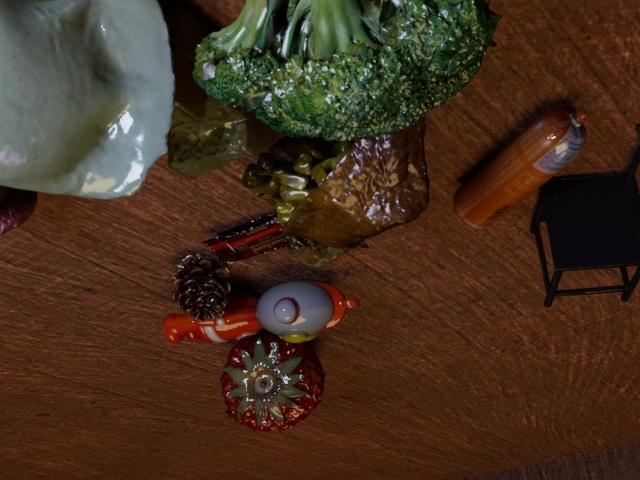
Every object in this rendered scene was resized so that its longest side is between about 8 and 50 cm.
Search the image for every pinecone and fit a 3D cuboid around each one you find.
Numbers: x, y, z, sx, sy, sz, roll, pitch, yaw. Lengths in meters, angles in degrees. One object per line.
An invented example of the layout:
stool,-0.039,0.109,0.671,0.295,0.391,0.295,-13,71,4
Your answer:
pinecone,-0.186,0.080,1.315,0.102,0.109,0.102,-21,148,-14

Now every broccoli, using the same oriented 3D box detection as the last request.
broccoli,0.008,-0.213,0.715,0.269,0.254,0.269,-6,116,-12

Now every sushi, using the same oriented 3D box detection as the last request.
sushi,0.026,-0.075,1.004,0.179,0.167,0.296,47,165,-7

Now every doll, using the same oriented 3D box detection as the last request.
doll,-0.094,0.130,1.409,0.336,0.106,0.200,-10,173,15

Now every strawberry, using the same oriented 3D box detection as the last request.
strawberry,-0.080,0.277,1.627,0.205,0.205,0.244,-8,171,11

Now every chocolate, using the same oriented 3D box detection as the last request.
chocolate,-0.085,-0.011,1.242,0.182,0.028,0.086,-20,144,22

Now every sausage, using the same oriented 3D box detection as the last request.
sausage,0.264,-0.097,1.068,0.071,0.071,0.234,11,149,-23

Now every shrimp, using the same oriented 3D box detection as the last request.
shrimp,0.000,0.000,1.209,0.099,0.041,0.180,-36,158,16

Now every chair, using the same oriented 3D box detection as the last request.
chair,0.380,-0.021,1.132,0.141,0.155,0.260,-5,153,4

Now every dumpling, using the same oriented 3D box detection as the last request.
dumpling,-0.313,-0.186,0.743,0.320,0.270,0.211,16,168,-41

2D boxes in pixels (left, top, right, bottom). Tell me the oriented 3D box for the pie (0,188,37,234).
pie,-0.437,-0.042,1.057,0.154,0.154,0.036,-5,121,5

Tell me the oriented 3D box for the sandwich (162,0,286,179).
sandwich,-0.114,-0.139,0.911,0.122,0.128,0.235,-15,149,37

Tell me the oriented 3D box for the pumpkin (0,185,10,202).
pumpkin,-0.451,-0.095,0.929,0.218,0.162,0.219,-6,151,-3
